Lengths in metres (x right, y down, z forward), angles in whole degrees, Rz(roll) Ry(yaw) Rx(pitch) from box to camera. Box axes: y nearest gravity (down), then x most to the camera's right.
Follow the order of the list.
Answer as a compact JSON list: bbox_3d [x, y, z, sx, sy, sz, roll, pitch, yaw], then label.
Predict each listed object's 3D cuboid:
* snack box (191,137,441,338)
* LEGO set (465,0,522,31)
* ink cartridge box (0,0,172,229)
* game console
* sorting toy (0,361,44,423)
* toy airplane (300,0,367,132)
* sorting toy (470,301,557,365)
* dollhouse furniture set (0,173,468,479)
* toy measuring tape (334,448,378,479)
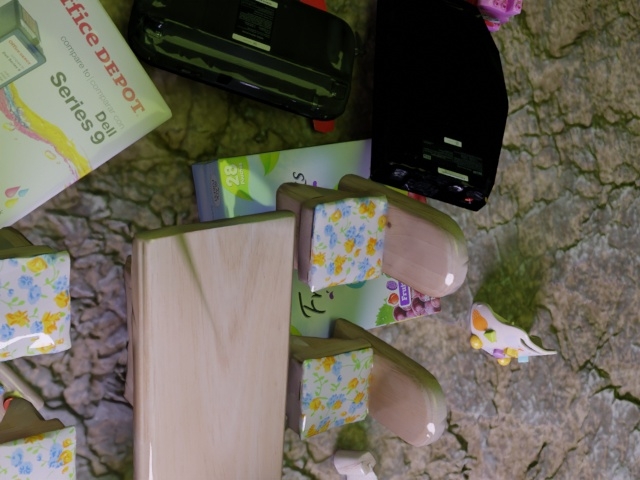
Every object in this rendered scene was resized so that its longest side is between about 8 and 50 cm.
[{"bbox_3d":[0.000,0.000,0.895,0.207,0.070,0.174,-11,95,-27],"label":"snack box"},{"bbox_3d":[0.113,-0.285,0.942,0.227,0.093,0.087,14,83,-27],"label":"LEGO set"},{"bbox_3d":[-0.247,-0.100,0.750,0.212,0.093,0.154,-38,106,-23],"label":"ink cartridge box"},{"bbox_3d":[0.012,-0.165,0.873,0.361,0.044,0.213,16,60,-21],"label":"game console"},{"bbox_3d":[-0.254,0.143,0.791,0.062,0.012,0.083,-48,110,-20],"label":"sorting toy"},{"bbox_3d":[-0.021,-0.176,0.907,0.151,0.028,0.151,1,88,-28],"label":"toy airplane"},{"bbox_3d":[0.200,0.101,0.998,0.083,0.075,0.044,32,75,-24],"label":"sorting toy"},{"bbox_3d":[-0.057,0.183,0.686,0.362,0.256,0.394,-10,114,-34],"label":"dollhouse furniture set"},{"bbox_3d":[0.011,0.360,0.879,0.121,0.121,0.330,1,82,-28],"label":"toy measuring tape"}]
